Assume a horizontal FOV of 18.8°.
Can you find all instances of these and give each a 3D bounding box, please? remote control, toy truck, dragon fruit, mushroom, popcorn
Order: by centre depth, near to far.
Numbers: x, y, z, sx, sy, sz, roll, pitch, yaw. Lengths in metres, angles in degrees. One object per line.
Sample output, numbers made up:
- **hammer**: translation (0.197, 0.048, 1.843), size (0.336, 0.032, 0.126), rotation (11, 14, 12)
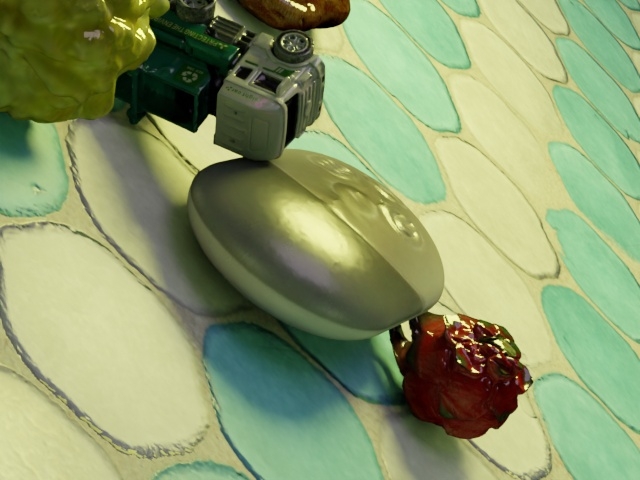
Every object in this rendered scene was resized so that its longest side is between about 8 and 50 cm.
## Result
- **popcorn**: translation (-0.222, -0.209, 1.568), size (0.235, 0.181, 0.216), rotation (53, 33, -45)
- **toy truck**: translation (-0.111, -0.150, 1.762), size (0.216, 0.110, 0.116), rotation (25, 52, 14)
- **remote control**: translation (0.000, 0.000, 1.781), size (0.221, 0.103, 0.332), rotation (39, 22, 13)
- **dragon fruit**: translation (0.133, 0.122, 1.833), size (0.142, 0.121, 0.130), rotation (175, -102, -84)
- **mushroom**: translation (0.014, -0.340, 2.198), size (0.148, 0.217, 0.227), rotation (48, 22, -1)
